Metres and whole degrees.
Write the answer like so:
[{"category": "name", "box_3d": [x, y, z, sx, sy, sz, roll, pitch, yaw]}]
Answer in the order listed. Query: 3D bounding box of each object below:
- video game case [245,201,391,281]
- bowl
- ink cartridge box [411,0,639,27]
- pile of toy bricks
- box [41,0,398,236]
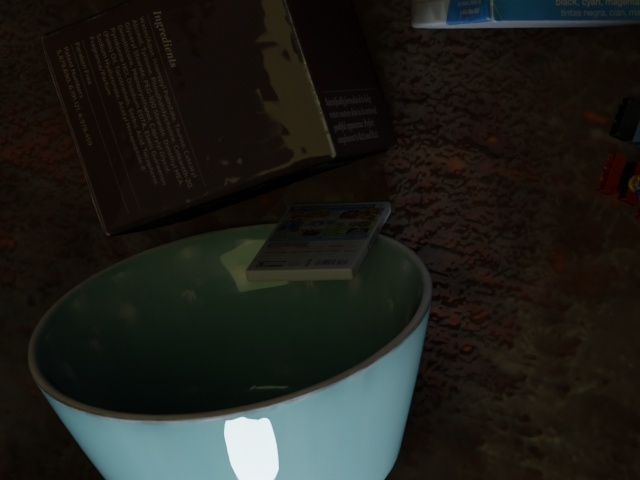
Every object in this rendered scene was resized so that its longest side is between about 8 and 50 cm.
[{"category": "video game case", "box_3d": [0.000, 0.000, 1.387, 0.087, 0.122, 0.011, -2, 116, 19]}, {"category": "bowl", "box_3d": [-0.055, 0.122, 1.352, 0.312, 0.311, 0.163, -2, 116, 19]}, {"category": "ink cartridge box", "box_3d": [0.167, -0.270, 1.245, 0.168, 0.171, 0.232, -2, 96, -15]}, {"category": "pile of toy bricks", "box_3d": [0.297, -0.102, 1.298, 0.105, 0.118, 0.212, 22, 86, -13]}, {"category": "box", "box_3d": [-0.077, -0.116, 1.373, 0.203, 0.168, 0.167, -18, 89, 20]}]
